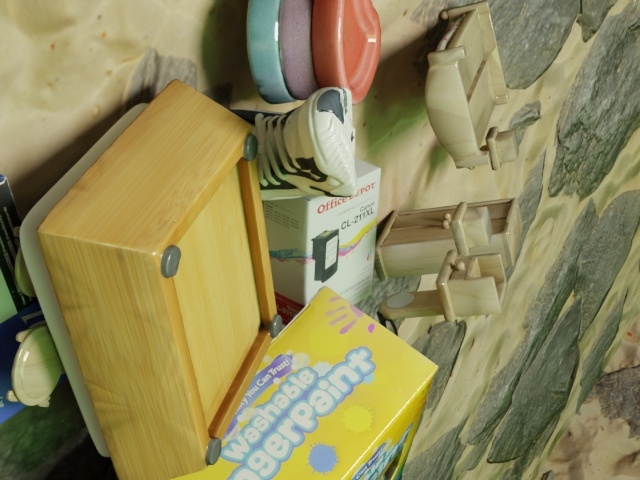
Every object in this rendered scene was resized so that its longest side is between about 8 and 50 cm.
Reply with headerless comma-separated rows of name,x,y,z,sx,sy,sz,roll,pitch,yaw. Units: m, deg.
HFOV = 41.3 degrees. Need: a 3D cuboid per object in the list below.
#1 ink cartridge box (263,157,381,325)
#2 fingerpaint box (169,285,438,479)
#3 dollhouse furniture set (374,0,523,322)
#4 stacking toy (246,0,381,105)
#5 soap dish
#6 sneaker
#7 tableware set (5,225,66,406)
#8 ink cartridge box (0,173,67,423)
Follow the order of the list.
ink cartridge box,0.000,0.000,0.982,0.127,0.072,0.175,-28,131,-41
fingerpaint box,-0.083,0.327,0.913,0.445,0.163,0.371,-43,156,-29
dollhouse furniture set,0.114,-0.129,1.004,0.303,0.173,0.356,-58,135,-55
stacking toy,-0.024,-0.297,0.786,0.309,0.130,0.280,76,24,-46
soap dish,-0.127,0.043,0.741,0.229,0.118,0.291,-63,155,-48
sneaker,-0.044,-0.082,0.789,0.235,0.153,0.094,-47,133,-85
tableware set,-0.212,0.053,0.707,0.141,0.020,0.169,-9,105,-72
ink cartridge box,-0.272,0.051,0.678,0.097,0.046,0.207,-36,136,-34
